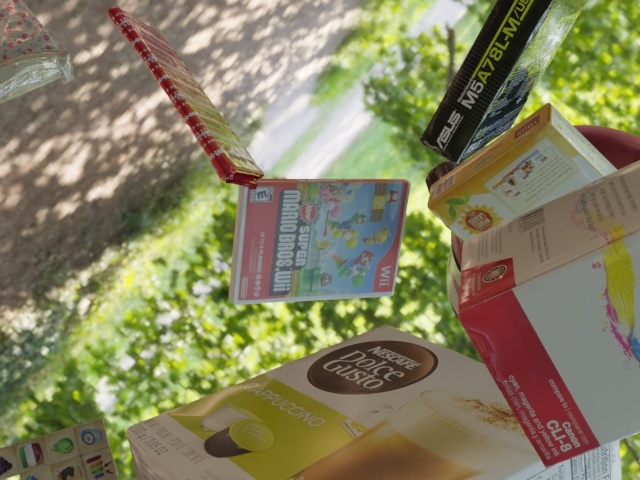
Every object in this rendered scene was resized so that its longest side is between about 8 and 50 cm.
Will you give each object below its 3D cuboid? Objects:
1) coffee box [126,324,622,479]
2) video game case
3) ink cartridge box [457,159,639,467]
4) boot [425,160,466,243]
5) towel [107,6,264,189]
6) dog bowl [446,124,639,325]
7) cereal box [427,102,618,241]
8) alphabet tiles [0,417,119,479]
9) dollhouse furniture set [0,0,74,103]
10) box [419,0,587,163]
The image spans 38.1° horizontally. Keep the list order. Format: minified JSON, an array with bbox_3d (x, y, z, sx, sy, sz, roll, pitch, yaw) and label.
[{"bbox_3d":[0.056,0.318,0.885,0.334,0.338,0.337,-18,-161,-29],"label":"coffee box"},{"bbox_3d":[0.000,0.000,1.477,0.025,0.285,0.204,-136,-131,-59],"label":"video game case"},{"bbox_3d":[0.196,0.036,0.600,0.176,0.127,0.128,-27,-168,19],"label":"ink cartridge box"},{"bbox_3d":[0.289,0.024,1.222,0.264,0.280,0.096,8,139,-41],"label":"boot"},{"bbox_3d":[-0.180,-0.188,1.275,0.031,0.275,0.199,-36,176,7],"label":"towel"},{"bbox_3d":[0.380,-0.006,1.399,0.408,0.408,0.150,-48,142,-21],"label":"dog bowl"},{"bbox_3d":[0.260,-0.016,1.010,0.173,0.240,0.047,-36,-156,36],"label":"cereal box"},{"bbox_3d":[-0.349,0.372,1.192,0.198,0.237,0.009,-14,176,-19],"label":"alphabet tiles"},{"bbox_3d":[-0.362,-0.203,0.906,0.355,0.303,0.174,-31,157,-22],"label":"dollhouse furniture set"},{"bbox_3d":[0.170,-0.166,0.785,0.190,0.045,0.184,-34,152,-60],"label":"box"}]
